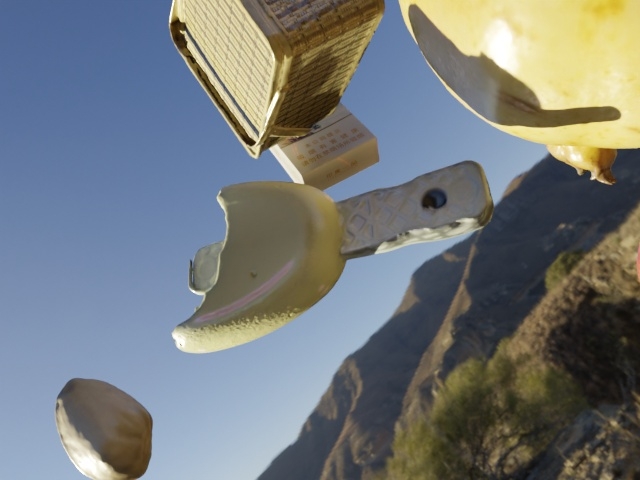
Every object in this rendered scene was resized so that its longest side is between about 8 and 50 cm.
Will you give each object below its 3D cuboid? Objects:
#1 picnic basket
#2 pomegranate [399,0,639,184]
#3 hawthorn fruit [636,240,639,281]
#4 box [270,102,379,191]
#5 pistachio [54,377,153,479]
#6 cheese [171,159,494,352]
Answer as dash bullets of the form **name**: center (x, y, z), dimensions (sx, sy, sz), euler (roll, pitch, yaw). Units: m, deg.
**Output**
- **picnic basket**: center (-0.079, -0.277, 0.791), dimensions (0.175, 0.228, 0.313), euler (-33, -6, -18)
- **pomegranate**: center (0.204, -0.194, 0.391), dimensions (0.342, 0.342, 0.342), euler (-39, -19, -16)
- **hawthorn fruit**: center (0.584, 0.023, 0.883), dimensions (0.189, 0.189, 0.189), euler (-39, -19, -16)
- **box**: center (-0.018, -0.195, 1.039), dimensions (0.150, 0.233, 0.067), euler (-27, -39, -13)
- **pistachio**: center (-0.396, 0.346, 1.060), dimensions (0.152, 0.223, 0.126), euler (-40, -19, -13)
- **cheese**: center (0.000, 0.000, 0.399), dimensions (0.235, 0.127, 0.050), euler (-15, -28, 25)
